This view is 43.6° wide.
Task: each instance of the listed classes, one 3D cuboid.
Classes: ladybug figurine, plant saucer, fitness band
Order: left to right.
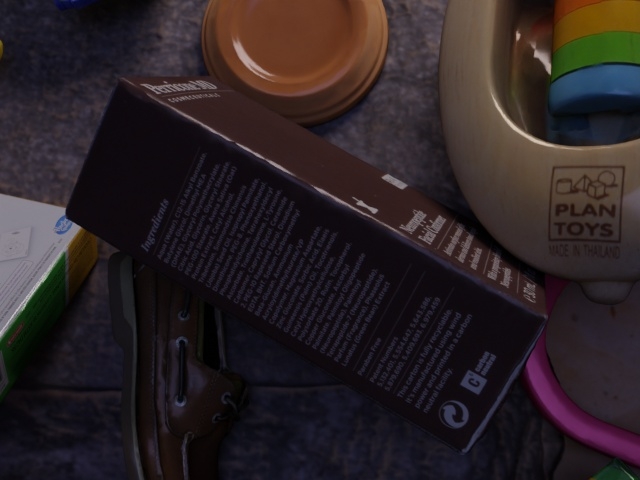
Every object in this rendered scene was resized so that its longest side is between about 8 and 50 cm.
[{"bbox_3d":[-0.028,-0.217,0.832,0.199,0.037,0.200,-1,80,4],"label":"plant saucer"},{"bbox_3d":[0.265,-0.160,0.715,0.304,0.162,0.450,3,75,30],"label":"ladybug figurine"},{"bbox_3d":[0.328,0.112,0.744,0.290,0.054,0.209,20,82,8],"label":"fitness band"}]

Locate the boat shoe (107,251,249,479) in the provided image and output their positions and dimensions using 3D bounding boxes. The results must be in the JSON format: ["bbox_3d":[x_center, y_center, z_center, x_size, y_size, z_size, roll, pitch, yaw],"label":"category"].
[{"bbox_3d":[-0.121,0.145,0.738,0.104,0.111,0.308,-13,80,3],"label":"boat shoe"}]

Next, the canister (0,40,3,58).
[{"bbox_3d":[-0.429,-0.203,0.827,0.169,0.073,0.126,34,104,6],"label":"canister"}]

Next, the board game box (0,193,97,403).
[{"bbox_3d":[-0.402,0.034,0.729,0.316,0.064,0.242,13,40,6],"label":"board game box"}]

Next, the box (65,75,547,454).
[{"bbox_3d":[0.000,0.000,0.701,0.381,0.191,0.143,28,108,8],"label":"box"}]

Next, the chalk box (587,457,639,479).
[{"bbox_3d":[0.267,0.308,0.623,0.132,0.132,0.213,-38,41,-3],"label":"chalk box"}]

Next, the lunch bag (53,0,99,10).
[{"bbox_3d":[-0.223,-0.318,0.832,0.128,0.096,0.151,-15,70,1],"label":"lunch bag"}]
